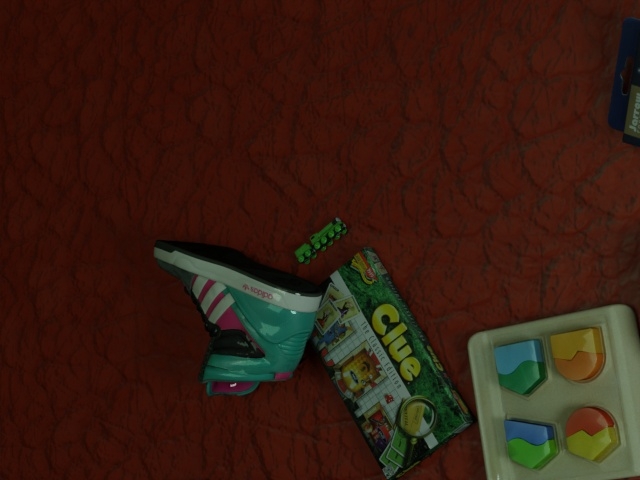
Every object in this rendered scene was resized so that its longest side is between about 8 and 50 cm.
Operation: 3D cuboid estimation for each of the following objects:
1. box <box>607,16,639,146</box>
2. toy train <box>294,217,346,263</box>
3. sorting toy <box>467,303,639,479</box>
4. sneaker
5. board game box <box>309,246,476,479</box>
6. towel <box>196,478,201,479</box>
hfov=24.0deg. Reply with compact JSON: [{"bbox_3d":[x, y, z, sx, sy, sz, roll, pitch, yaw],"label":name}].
[{"bbox_3d":[0.408,-0.152,1.635,0.225,0.036,0.136,23,119,37],"label":"box"},{"bbox_3d":[0.000,0.000,1.929,0.083,0.017,0.024,-40,55,24],"label":"toy train"},{"bbox_3d":[0.271,0.183,1.722,0.208,0.038,0.193,-14,78,31],"label":"sorting toy"},{"bbox_3d":[-0.123,0.109,1.943,0.295,0.124,0.178,21,103,46],"label":"sneaker"},{"bbox_3d":[0.074,0.151,1.860,0.136,0.030,0.260,-40,66,21],"label":"board game box"},{"bbox_3d":[-0.092,0.485,1.930,0.336,0.040,0.243,27,101,32],"label":"towel"}]
